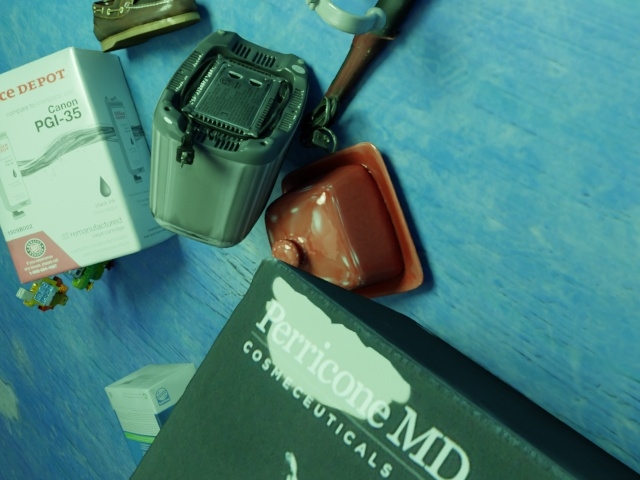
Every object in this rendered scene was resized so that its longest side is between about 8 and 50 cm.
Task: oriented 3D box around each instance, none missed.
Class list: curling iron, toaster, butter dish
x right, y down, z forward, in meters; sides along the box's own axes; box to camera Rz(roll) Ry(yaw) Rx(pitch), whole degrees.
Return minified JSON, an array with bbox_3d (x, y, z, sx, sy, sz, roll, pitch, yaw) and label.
[{"bbox_3d":[0.053,-0.180,0.560,0.274,0.035,0.068,-52,33,39],"label":"curling iron"},{"bbox_3d":[-0.096,-0.096,0.626,0.129,0.227,0.146,18,135,-4],"label":"toaster"},{"bbox_3d":[0.000,0.000,0.633,0.160,0.118,0.160,-16,96,47],"label":"butter dish"}]

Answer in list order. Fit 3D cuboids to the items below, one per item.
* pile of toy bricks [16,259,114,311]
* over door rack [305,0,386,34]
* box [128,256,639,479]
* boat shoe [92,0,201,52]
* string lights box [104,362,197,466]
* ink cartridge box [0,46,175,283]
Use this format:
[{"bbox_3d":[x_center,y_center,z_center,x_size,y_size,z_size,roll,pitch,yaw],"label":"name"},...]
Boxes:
[{"bbox_3d":[-0.400,0.033,1.044,0.118,0.105,0.212,18,78,35],"label":"pile of toy bricks"},{"bbox_3d":[0.010,-0.356,0.497,0.324,0.108,0.239,57,137,31],"label":"over door rack"},{"bbox_3d":[0.069,0.348,0.407,0.480,0.297,0.472,33,91,32],"label":"box"},{"bbox_3d":[-0.226,-0.284,0.764,0.207,0.073,0.073,5,112,42],"label":"boat shoe"},{"bbox_3d":[-0.185,0.299,0.824,0.133,0.076,0.260,-13,99,47],"label":"string lights box"},{"bbox_3d":[-0.360,-0.105,0.879,0.207,0.117,0.283,-15,97,15],"label":"ink cartridge box"}]
